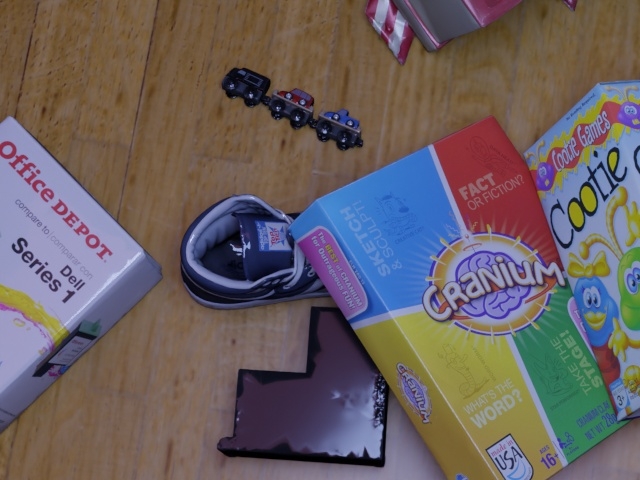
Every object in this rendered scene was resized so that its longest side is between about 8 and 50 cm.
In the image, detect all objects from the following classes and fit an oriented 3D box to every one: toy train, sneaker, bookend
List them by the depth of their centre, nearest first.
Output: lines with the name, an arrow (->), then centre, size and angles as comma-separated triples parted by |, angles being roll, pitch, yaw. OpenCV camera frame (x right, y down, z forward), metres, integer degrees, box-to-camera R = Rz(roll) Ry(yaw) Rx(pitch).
sneaker -> 0.000, 0.000, 1.507 | 0.282, 0.153, 0.099 | -13, 77, 0
bookend -> -0.012, 0.133, 1.521 | 0.157, 0.072, 0.156 | 2, 77, 4
toy train -> -0.025, -0.135, 1.605 | 0.158, 0.027, 0.036 | 26, 70, 9

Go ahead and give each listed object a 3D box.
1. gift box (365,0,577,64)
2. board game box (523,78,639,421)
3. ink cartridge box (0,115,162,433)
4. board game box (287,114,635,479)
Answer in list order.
gift box -> 0.150, -0.318, 1.524 | 0.255, 0.258, 0.276 | -31, 97, -6
board game box -> 0.316, 0.005, 1.450 | 0.142, 0.144, 0.275 | -6, 67, -27
ink cartridge box -> -0.322, 0.049, 1.534 | 0.278, 0.117, 0.201 | -44, 79, -7
board game box -> 0.151, 0.064, 1.462 | 0.242, 0.064, 0.316 | -27, 80, -36
